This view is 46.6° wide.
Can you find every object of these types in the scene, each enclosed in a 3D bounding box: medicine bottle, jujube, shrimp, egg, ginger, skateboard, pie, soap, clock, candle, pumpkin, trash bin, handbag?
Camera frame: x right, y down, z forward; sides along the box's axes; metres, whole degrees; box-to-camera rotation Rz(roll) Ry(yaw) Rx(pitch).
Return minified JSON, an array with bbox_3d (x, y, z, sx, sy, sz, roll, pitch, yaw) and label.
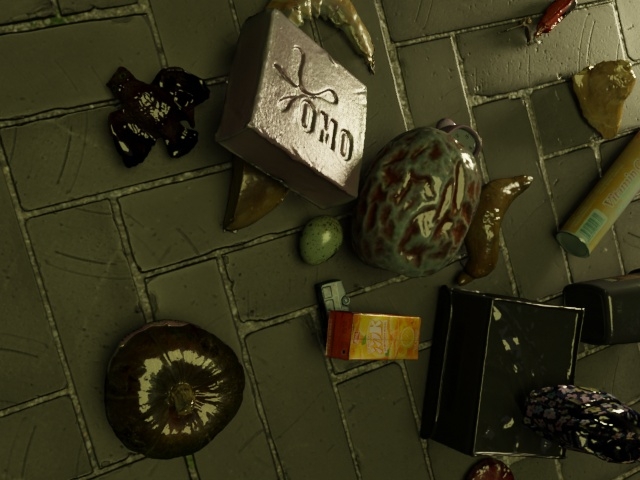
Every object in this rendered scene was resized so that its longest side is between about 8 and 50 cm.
[{"bbox_3d":[0.734,-0.141,1.824,0.426,0.108,0.108,-47,106,-15],"label":"medicine bottle"},{"bbox_3d":[0.197,-0.079,1.520,0.247,0.215,0.307,13,90,-2],"label":"jujube"},{"bbox_3d":[-0.009,-0.453,1.549,0.287,0.068,0.185,2,93,-32],"label":"shrimp"},{"bbox_3d":[0.000,0.000,1.524,0.085,0.085,0.110,26,82,-20],"label":"egg"},{"bbox_3d":[0.717,-0.349,1.816,0.115,0.123,0.193,-43,111,-38],"label":"ginger"},{"bbox_3d":[0.463,-0.486,1.756,0.083,0.032,0.063,-21,107,-24],"label":"skateboard"},{"bbox_3d":[0.389,0.578,1.702,0.155,0.036,0.154,0,89,-23],"label":"pie"},{"bbox_3d":[-0.044,-0.245,1.417,0.296,0.107,0.285,30,55,-41],"label":"soap"},{"bbox_3d":[0.285,-0.202,1.664,0.152,0.050,0.110,-47,105,-17],"label":"clock"},{"bbox_3d":[0.556,-0.533,1.791,0.053,0.048,0.162,39,72,13],"label":"candle"},{"bbox_3d":[-0.265,0.276,1.354,0.261,0.189,0.260,0,91,-22],"label":"pumpkin"},{"bbox_3d":[0.747,0.161,1.770,0.291,0.209,0.182,-5,93,-17],"label":"trash bin"},{"bbox_3d":[0.529,0.357,1.452,0.229,0.208,0.126,11,90,-26],"label":"handbag"}]

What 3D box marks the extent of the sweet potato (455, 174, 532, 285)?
[{"bbox_3d":[0.376,-0.040,1.676,0.124,0.098,0.309,37,73,-40],"label":"sweet potato"}]

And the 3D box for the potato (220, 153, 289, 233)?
[{"bbox_3d":[-0.111,-0.130,1.476,0.138,0.098,0.243,7,88,-24],"label":"potato"}]

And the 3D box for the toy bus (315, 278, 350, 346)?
[{"bbox_3d":[0.033,0.165,1.556,0.065,0.047,0.165,-12,93,-20],"label":"toy bus"}]

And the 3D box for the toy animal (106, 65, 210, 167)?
[{"bbox_3d":[-0.321,-0.243,1.404,0.179,0.116,0.218,39,79,13],"label":"toy animal"}]

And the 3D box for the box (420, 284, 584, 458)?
[{"bbox_3d":[0.393,0.285,1.617,0.251,0.204,0.344,9,86,-23],"label":"box"}]

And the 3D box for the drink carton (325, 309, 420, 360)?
[{"bbox_3d":[0.112,0.196,1.531,0.223,0.071,0.096,8,85,-45],"label":"drink carton"}]
